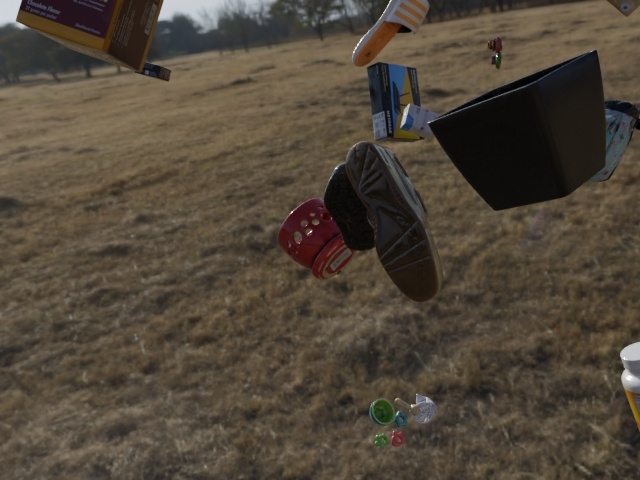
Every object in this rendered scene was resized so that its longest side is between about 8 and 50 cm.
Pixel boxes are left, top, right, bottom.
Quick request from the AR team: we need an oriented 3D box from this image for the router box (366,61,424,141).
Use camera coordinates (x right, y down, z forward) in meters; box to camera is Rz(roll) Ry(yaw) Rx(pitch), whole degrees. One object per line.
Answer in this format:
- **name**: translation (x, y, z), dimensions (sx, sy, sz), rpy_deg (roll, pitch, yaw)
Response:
- **router box**: translation (0.181, -0.327, 1.536), dimensions (0.133, 0.178, 0.046), rpy_deg (-5, -2, -40)

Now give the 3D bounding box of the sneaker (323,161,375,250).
- **sneaker**: translation (0.069, -0.101, 1.481), dimensions (0.107, 0.283, 0.124), rpy_deg (-6, 55, 8)

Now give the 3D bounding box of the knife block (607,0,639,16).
- **knife block**: translation (0.481, -0.450, 0.964), dimensions (0.242, 0.276, 0.088), rpy_deg (-42, -8, -35)

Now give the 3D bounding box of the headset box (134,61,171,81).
- **headset box**: translation (-0.410, -0.416, 1.582), dimensions (0.062, 0.032, 0.083), rpy_deg (15, 10, 6)

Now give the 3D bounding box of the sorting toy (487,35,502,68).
- **sorting toy**: translation (0.510, -0.555, 1.889), dimensions (0.042, 0.101, 0.061), rpy_deg (7, 48, 20)

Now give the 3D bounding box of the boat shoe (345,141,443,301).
- **boat shoe**: translation (0.168, -0.045, 1.277), dimensions (0.122, 0.340, 0.110), rpy_deg (-30, -15, 38)

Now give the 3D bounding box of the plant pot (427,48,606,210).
- **plant pot**: translation (0.306, -0.149, 0.940), dimensions (0.188, 0.166, 0.188), rpy_deg (-32, 12, -36)

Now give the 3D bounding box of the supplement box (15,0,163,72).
- **supplement box**: translation (-0.333, -0.381, 0.978), dimensions (0.129, 0.191, 0.194), rpy_deg (19, 5, -1)

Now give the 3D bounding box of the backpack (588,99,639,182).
- **backpack**: translation (0.624, -0.227, 1.461), dimensions (0.115, 0.181, 0.152), rpy_deg (25, -2, -27)

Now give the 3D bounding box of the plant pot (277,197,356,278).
- **plant pot**: translation (0.000, 0.000, 1.827), dimensions (0.191, 0.191, 0.174), rpy_deg (-24, 55, -39)

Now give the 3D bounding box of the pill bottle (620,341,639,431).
- **pill bottle**: translation (0.862, 0.390, 1.652), dimensions (0.137, 0.245, 0.136), rpy_deg (-23, 8, 4)

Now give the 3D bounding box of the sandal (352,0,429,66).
- **sandal**: translation (0.183, -0.487, 1.466), dimensions (0.076, 0.265, 0.102), rpy_deg (50, 27, 20)

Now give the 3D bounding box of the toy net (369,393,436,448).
- **toy net**: translation (0.232, 0.469, 1.702), dimensions (0.232, 0.122, 0.045), rpy_deg (-4, -27, -31)

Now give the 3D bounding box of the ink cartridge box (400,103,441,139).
- **ink cartridge box**: translation (0.205, -0.233, 1.276), dimensions (0.083, 0.048, 0.028), rpy_deg (19, -20, -10)
